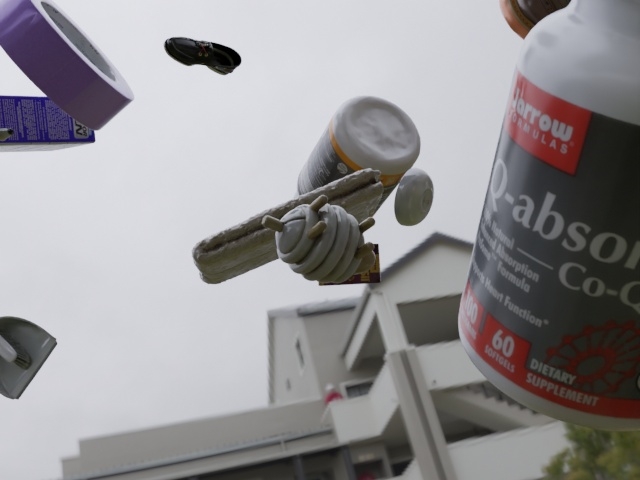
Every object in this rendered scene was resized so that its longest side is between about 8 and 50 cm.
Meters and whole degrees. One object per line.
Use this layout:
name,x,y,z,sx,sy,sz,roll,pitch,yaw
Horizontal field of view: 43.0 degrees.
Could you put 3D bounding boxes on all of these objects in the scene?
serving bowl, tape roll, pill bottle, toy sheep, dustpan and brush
serving bowl,0.134,-0.057,1.120,0.027,0.083,0.083,17,-14,32
tape roll,-0.459,-0.326,1.445,0.090,0.274,0.275,-40,-34,4
pill bottle,0.051,-0.115,1.453,0.162,0.162,0.278,0,-31,-24
pill bottle,0.238,-0.055,0.617,0.210,0.210,0.362,-4,-60,-19
toy sheep,0.000,0.000,0.828,0.132,0.091,0.091,27,-48,-24
dustpan and brush,-0.625,0.188,1.559,0.147,0.211,0.060,-55,-24,-1

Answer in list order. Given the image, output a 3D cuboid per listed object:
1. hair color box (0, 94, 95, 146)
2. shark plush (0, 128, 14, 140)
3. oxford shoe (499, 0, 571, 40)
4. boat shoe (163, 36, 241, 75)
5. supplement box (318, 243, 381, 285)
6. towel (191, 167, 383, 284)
hair color box,-0.663,-0.238,1.675,0.185,0.110,0.339,-2,3,41
shark plush,-0.617,-0.187,1.466,0.073,0.067,0.161,-25,-10,-46
oxford shoe,0.377,-0.214,0.908,0.364,0.129,0.133,25,-3,-6
boat shoe,-0.187,-0.300,1.296,0.133,0.048,0.042,10,-21,-41
supplement box,0.038,0.033,1.092,0.083,0.054,0.043,-4,-1,3
towel,-0.046,-0.018,1.151,0.282,0.049,0.187,-23,-10,-8
